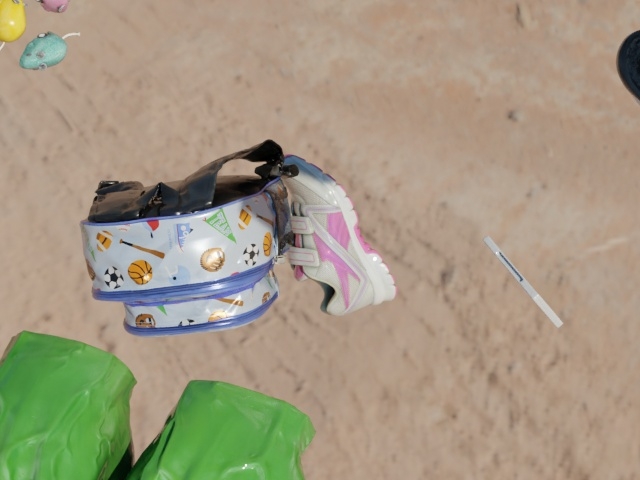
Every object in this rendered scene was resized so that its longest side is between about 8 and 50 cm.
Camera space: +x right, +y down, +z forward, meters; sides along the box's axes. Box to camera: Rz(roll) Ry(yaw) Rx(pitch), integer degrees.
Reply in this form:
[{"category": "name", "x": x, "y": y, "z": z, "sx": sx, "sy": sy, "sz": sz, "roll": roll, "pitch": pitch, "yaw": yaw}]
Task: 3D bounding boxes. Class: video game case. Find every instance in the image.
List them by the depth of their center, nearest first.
[{"category": "video game case", "x": 0.258, "y": 0.052, "z": 1.734, "sx": 0.011, "sy": 0.087, "sz": 0.122, "roll": -40, "pitch": 49, "yaw": 5}]

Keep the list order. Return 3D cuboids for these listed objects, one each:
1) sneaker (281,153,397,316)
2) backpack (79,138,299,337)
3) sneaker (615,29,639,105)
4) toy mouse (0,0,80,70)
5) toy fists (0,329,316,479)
[{"category": "sneaker", "x": 0.000, "y": 0.000, "z": 1.867, "sx": 0.111, "sy": 0.103, "sz": 0.252, "roll": -33, "pitch": 97, "yaw": -13}, {"category": "backpack", "x": -0.168, "y": 0.008, "z": 1.646, "sx": 0.277, "sy": 0.263, "sz": 0.213, "roll": -12, "pitch": 92, "yaw": 11}, {"category": "sneaker", "x": 0.416, "y": -0.157, "z": 1.533, "sx": 0.090, "sy": 0.270, "sz": 0.145, "roll": -66, "pitch": 19, "yaw": 3}, {"category": "toy mouse", "x": -0.317, "y": -0.253, "z": 1.576, "sx": 0.031, "sy": 0.143, "sz": 0.161, "roll": 13, "pitch": 87, "yaw": 33}, {"category": "toy fists", "x": -0.144, "y": 0.170, "z": 0.995, "sx": 0.279, "sy": 0.096, "sz": 0.142, "roll": 14, "pitch": 55, "yaw": 16}]
